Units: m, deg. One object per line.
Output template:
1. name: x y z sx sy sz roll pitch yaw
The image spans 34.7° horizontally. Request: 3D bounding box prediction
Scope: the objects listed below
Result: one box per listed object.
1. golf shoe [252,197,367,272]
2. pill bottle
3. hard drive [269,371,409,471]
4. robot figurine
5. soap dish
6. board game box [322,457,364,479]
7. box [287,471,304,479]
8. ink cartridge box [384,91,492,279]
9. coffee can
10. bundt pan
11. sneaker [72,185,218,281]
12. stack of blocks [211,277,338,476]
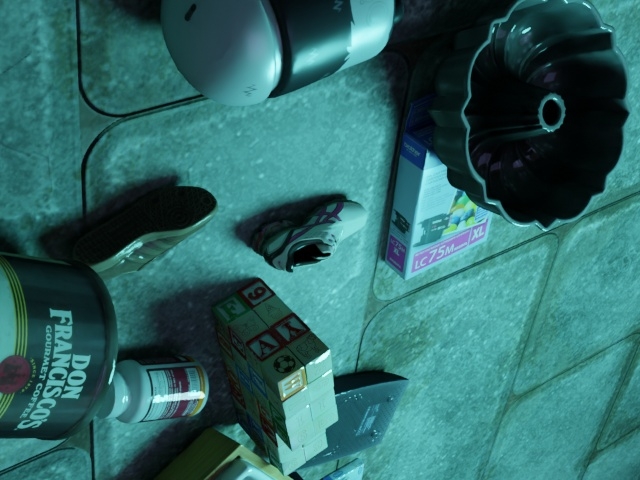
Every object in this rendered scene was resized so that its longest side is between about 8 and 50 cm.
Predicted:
1. golf shoe: 0.000 0.000 1.430 0.186 0.086 0.068 -23 136 -32
2. pill bottle: -0.233 0.201 1.379 0.152 0.086 0.086 3 121 -46
3. hard drive: 0.028 0.309 1.773 0.254 0.054 0.172 -6 127 -42
4. robot figurine: -0.035 -0.252 1.089 0.278 0.173 0.209 -27 116 -26
5. soap dish: -0.193 0.436 1.605 0.291 0.118 0.229 -43 144 -2
6. board game box: 0.040 0.471 1.967 0.090 0.020 0.090 -22 137 -30
7. box: -0.066 0.507 1.777 0.093 0.156 0.158 6 119 -49
8. ink cartridge box: 0.199 -0.098 1.566 0.185 0.065 0.311 -24 136 -29
9. coffee can: -0.377 0.103 1.040 0.275 0.201 0.202 12 114 -50
10. bundt pan: 0.284 -0.184 1.446 0.330 0.124 0.331 -6 101 -32
11. sneaker: -0.213 -0.006 1.240 0.188 0.066 0.071 -25 155 -21
12. stack of blocks: -0.059 0.220 1.502 0.087 0.171 0.297 -31 142 -22
